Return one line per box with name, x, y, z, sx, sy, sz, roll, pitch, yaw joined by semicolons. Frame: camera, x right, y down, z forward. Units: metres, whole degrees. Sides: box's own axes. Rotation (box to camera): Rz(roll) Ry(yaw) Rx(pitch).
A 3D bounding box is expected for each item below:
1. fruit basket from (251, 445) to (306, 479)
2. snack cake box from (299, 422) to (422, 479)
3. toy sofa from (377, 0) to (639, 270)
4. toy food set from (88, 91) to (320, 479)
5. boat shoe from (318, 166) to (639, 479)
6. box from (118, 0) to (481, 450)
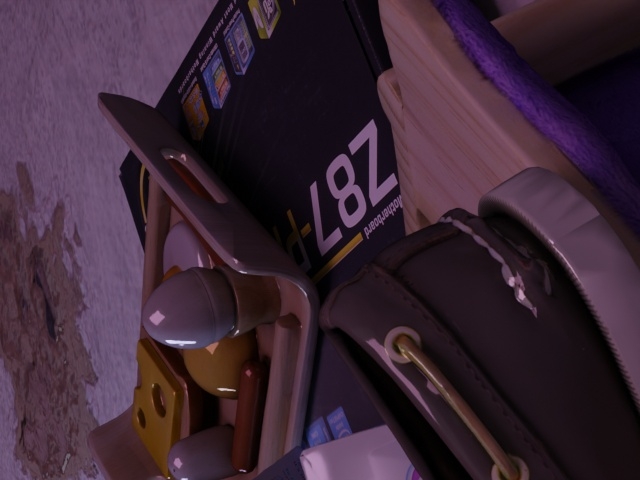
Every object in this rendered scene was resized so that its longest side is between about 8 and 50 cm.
fruit basket;0.011;0.285;0.689;0.165;0.353;0.327;-34;86;13
snack cake box;0.089;0.161;0.652;0.264;0.089;0.152;28;-136;-70
toy sofa;0.171;0.023;0.518;0.362;0.150;0.177;53;164;40
toy food set;-0.104;0.083;0.931;0.220;0.092;0.306;46;137;45
boat shoe;0.099;0.130;0.462;0.305;0.091;0.109;64;169;-6
box;0.000;0.000;0.912;0.395;0.097;0.318;-44;63;56
